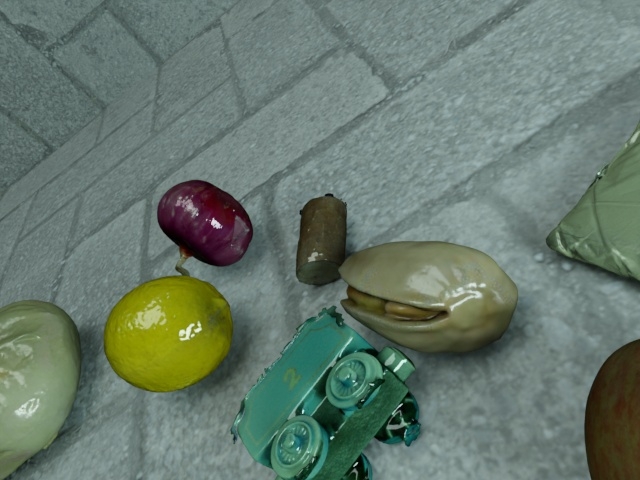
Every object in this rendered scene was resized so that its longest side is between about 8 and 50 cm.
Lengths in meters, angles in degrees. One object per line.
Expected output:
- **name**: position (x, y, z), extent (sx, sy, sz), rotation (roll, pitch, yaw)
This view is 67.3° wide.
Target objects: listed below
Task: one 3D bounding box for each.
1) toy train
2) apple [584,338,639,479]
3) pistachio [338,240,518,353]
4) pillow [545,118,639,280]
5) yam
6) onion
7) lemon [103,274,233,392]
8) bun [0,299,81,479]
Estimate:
- **toy train**: position (0.007, 0.190, 0.548), extent (0.203, 0.112, 0.163), rotation (-48, 32, -9)
- **apple**: position (0.273, 0.147, 0.301), extent (0.188, 0.188, 0.173), rotation (-7, 61, 36)
- **pistachio**: position (0.115, 0.062, 0.561), extent (0.223, 0.126, 0.152), rotation (2, 14, 39)
- **pillow**: position (0.412, -0.053, 0.453), extent (0.280, 0.076, 0.274), rotation (-53, 37, -3)
- **yam**: position (0.003, 0.000, 0.745), extent (0.084, 0.084, 0.127), rotation (-20, 48, 26)
- **onion**: position (-0.208, -0.028, 0.865), extent (0.177, 0.177, 0.153), rotation (8, 34, 44)
- **lemon**: position (-0.229, 0.142, 0.738), extent (0.193, 0.180, 0.180), rotation (-10, 42, -6)
- **bun**: position (-0.617, 0.276, 0.910), extent (0.361, 0.213, 0.360), rotation (-25, 42, 25)
